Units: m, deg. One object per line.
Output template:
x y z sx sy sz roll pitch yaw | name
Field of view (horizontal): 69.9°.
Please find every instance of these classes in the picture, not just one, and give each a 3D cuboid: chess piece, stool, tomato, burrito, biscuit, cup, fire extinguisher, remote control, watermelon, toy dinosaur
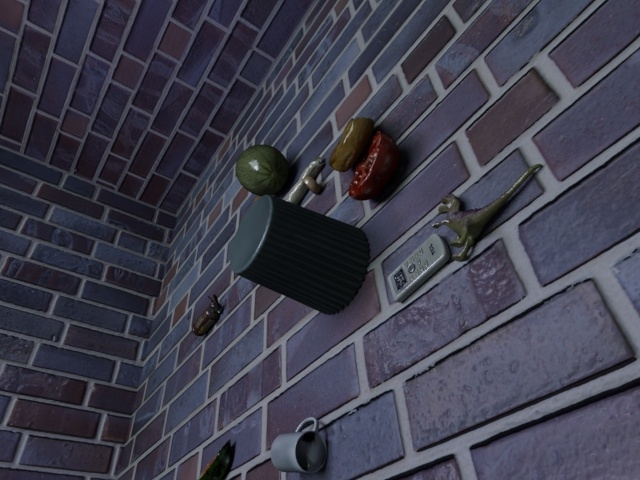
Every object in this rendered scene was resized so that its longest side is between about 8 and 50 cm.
-0.034 -0.218 1.784 0.038 0.084 0.083 -45 29 1 | chess piece
-0.071 0.036 1.381 0.297 0.330 0.297 -42 35 40 | stool
0.173 -0.220 1.403 0.228 0.101 0.227 -159 90 -77 | tomato
-0.075 -0.229 1.893 0.275 0.059 0.082 -54 15 22 | burrito
0.109 -0.332 1.565 0.213 0.091 0.274 -62 8 21 | biscuit
-0.046 0.549 1.213 0.133 0.136 0.099 -33 84 47 | cup
-0.557 0.363 2.237 0.252 0.106 0.075 -49 12 31 | fire extinguisher
0.240 0.067 1.129 0.190 0.029 0.087 -48 33 31 | remote control
-0.377 0.806 1.631 0.245 0.063 0.119 -57 10 28 | watermelon
0.342 -0.061 1.008 0.251 0.072 0.199 -30 33 63 | toy dinosaur

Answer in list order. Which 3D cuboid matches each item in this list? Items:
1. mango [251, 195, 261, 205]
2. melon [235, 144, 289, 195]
-0.311 -0.140 2.233 0.098 0.075 0.190 -20 46 48 | mango
-0.268 -0.324 2.119 0.302 0.238 0.237 27 93 62 | melon
